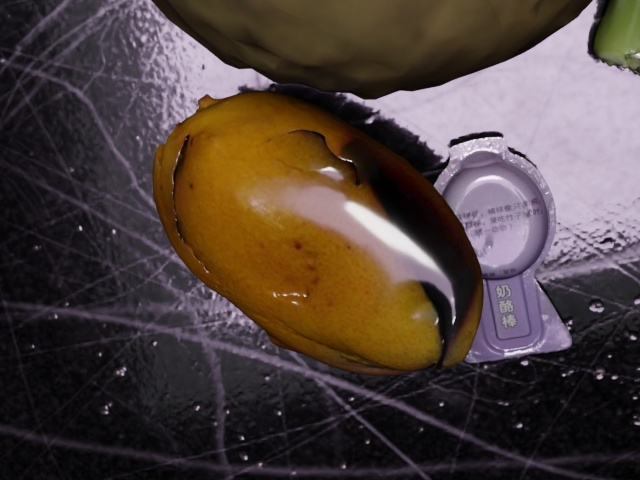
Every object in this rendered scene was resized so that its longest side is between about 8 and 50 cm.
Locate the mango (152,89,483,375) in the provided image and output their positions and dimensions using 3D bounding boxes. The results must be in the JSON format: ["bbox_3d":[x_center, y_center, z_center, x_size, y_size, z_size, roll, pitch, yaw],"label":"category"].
[{"bbox_3d":[0.000,0.000,0.799,0.287,0.152,0.201,44,117,0],"label":"mango"}]

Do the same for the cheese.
[{"bbox_3d":[0.146,0.009,0.845,0.105,0.042,0.191,-9,101,10],"label":"cheese"}]

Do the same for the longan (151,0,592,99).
[{"bbox_3d":[0.030,-0.284,0.629,0.391,0.391,0.391,1,102,7],"label":"longan"}]

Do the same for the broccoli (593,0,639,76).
[{"bbox_3d":[0.270,-0.265,0.736,0.145,0.165,0.304,1,119,-23],"label":"broccoli"}]
